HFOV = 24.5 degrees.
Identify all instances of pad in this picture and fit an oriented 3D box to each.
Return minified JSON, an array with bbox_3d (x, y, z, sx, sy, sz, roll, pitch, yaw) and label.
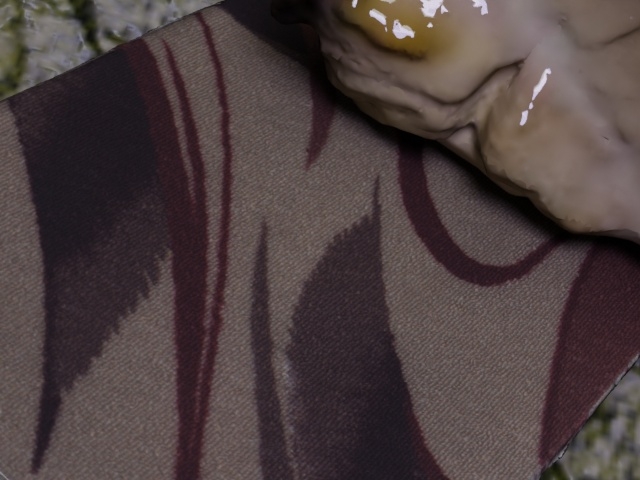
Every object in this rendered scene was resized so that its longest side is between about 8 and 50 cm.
[{"bbox_3d":[0.000,0.000,0.512,0.220,0.004,0.330,40,40,12],"label":"pad"}]

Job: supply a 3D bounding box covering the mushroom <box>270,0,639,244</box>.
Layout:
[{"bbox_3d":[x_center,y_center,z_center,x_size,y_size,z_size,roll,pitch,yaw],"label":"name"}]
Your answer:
[{"bbox_3d":[0.217,-0.083,0.498,0.397,0.314,0.224,40,49,7],"label":"mushroom"}]
